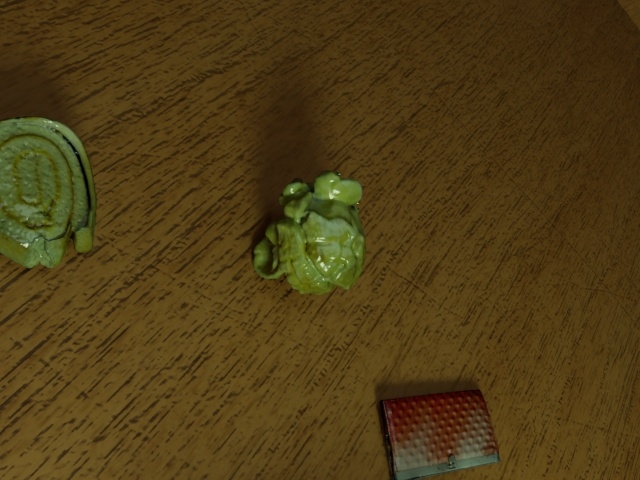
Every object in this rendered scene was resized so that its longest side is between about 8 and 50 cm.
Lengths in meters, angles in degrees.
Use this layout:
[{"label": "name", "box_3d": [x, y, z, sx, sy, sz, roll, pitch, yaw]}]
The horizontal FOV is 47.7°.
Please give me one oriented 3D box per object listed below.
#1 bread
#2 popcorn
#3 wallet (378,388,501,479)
[{"label": "bread", "box_3d": [-0.286, -0.047, 0.721, 0.117, 0.064, 0.156, -3, 71, -35]}, {"label": "popcorn", "box_3d": [0.000, 0.000, 0.880, 0.135, 0.162, 0.141, 43, -2, 29]}, {"label": "wallet", "box_3d": [0.158, 0.252, 0.949, 0.196, 0.020, 0.103, 4, 66, -37]}]
